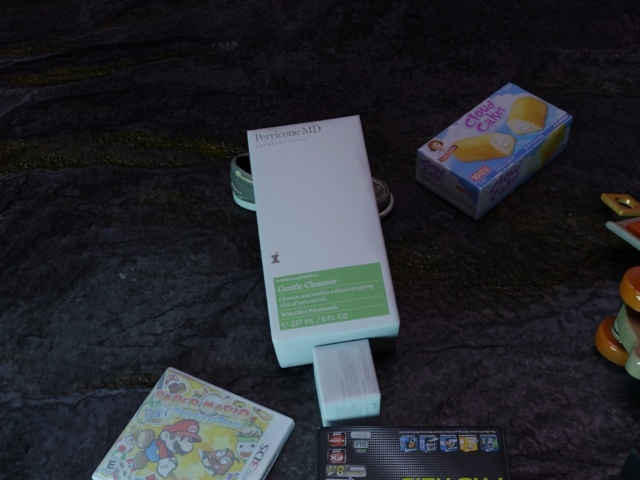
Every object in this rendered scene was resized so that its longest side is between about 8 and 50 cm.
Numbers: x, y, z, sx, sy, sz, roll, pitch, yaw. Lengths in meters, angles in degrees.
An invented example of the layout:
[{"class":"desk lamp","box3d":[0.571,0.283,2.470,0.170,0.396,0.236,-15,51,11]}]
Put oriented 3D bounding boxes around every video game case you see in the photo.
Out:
[{"class":"video game case","box3d":[-0.185,0.309,1.224,0.227,0.026,0.206,19,54,20]}]

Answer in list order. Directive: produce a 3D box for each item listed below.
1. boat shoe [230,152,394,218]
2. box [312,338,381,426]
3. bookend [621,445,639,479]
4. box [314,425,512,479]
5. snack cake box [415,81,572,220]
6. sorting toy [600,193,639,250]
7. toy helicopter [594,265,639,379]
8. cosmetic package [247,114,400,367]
[{"class":"boat shoe","box3d":[-0.019,-0.099,1.512,0.305,0.091,0.109,7,51,12]},{"class":"box","box3d":[0.039,0.218,1.231,0.087,0.102,0.101,-8,50,-4]},{"class":"bookend","box3d":[0.519,0.331,1.109,0.156,0.072,0.157,-18,50,-11]},{"class":"box","box3d":[0.125,0.359,1.125,0.270,0.060,0.216,-1,47,4]},{"class":"snack cake box","box3d":[0.321,-0.170,1.543,0.264,0.089,0.152,-37,57,-24]},{"class":"sorting toy","box3d":[0.588,-0.001,1.341,0.196,0.047,0.347,-7,36,-33]},{"class":"toy helicopter","box3d":[0.550,0.195,1.161,0.235,0.140,0.355,5,39,-6]},{"class":"cosmetic package","box3d":[0.000,0.000,1.332,0.197,0.155,0.365,-10,67,-2]}]
